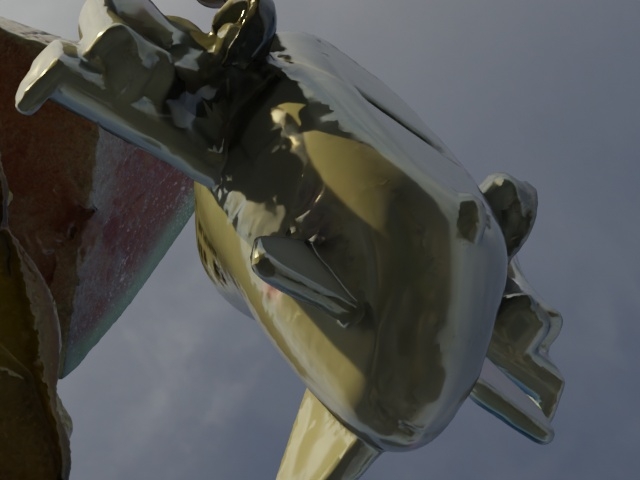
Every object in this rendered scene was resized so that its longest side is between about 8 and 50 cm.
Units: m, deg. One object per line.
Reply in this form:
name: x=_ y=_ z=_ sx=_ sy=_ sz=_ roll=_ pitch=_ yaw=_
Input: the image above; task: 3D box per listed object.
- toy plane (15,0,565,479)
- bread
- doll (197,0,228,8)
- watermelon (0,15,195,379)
toy plane: x=0.003 y=-0.004 z=0.500 sx=0.122 sy=0.267 sz=0.267 roll=-49 pitch=-116 yaw=17
bread: x=-0.214 y=0.040 z=0.665 sx=0.161 sy=0.088 sz=0.233 roll=-12 pitch=-95 yaw=19
doll: x=-0.062 y=-0.157 z=0.611 sx=0.085 sy=0.152 sz=0.114 roll=-29 pitch=-91 yaw=4
watermelon: x=-0.197 y=-0.057 z=0.888 sx=0.213 sy=0.201 sz=0.261 roll=24 pitch=-109 yaw=6
